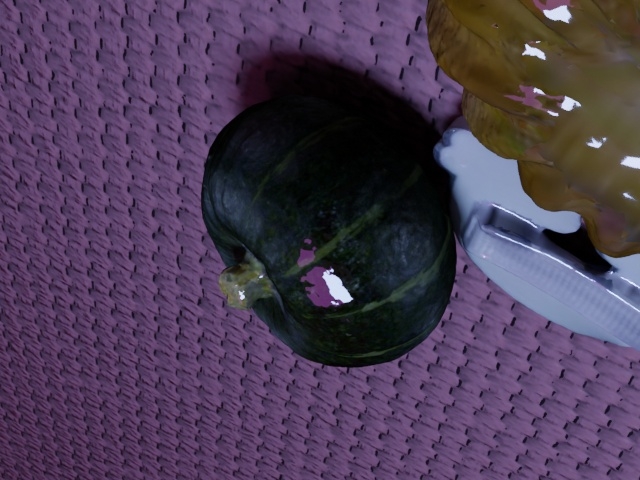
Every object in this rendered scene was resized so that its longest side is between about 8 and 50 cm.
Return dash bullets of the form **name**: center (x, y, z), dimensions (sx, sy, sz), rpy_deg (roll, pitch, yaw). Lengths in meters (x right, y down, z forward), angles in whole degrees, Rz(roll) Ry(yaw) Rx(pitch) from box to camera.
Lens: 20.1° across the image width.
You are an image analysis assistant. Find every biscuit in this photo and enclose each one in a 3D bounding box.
- **biscuit**: center (0.182, -0.069, 0.765), dimensions (0.326, 0.107, 0.326), rpy_deg (23, 154, 12)

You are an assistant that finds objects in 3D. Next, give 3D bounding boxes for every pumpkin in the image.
- **pumpkin**: center (0.003, -0.002, 1.024), dimensions (0.167, 0.125, 0.167), rpy_deg (27, 153, 15)

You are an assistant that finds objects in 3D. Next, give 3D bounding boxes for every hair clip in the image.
- **hair clip**: center (0.149, 0.023, 1.001), dimensions (0.220, 0.054, 0.140), rpy_deg (32, 157, 6)
